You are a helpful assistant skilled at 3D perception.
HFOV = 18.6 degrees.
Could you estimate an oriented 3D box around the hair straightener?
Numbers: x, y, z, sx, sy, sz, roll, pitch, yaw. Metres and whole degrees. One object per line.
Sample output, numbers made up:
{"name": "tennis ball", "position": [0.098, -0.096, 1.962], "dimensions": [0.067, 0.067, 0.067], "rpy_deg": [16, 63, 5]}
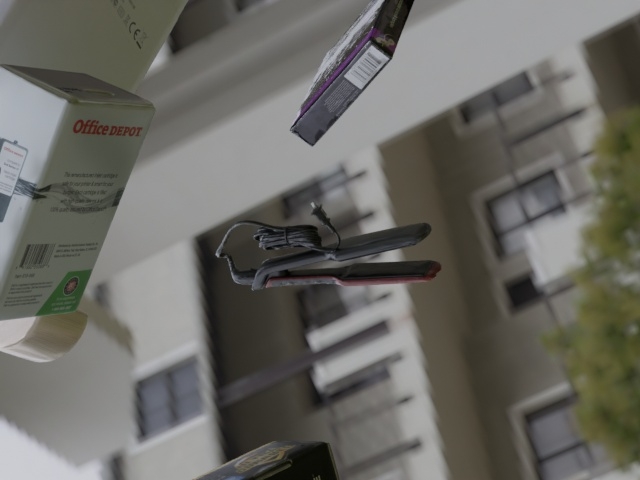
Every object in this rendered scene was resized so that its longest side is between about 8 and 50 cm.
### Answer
{"name": "hair straightener", "position": [0.000, 0.000, 1.877], "dimensions": [0.047, 0.230, 0.089], "rpy_deg": [-47, -51, -56]}

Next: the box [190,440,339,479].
{"name": "box", "position": [-0.062, 0.359, 1.648], "dimensions": [0.257, 0.079, 0.322], "rpy_deg": [-21, -81, -41]}

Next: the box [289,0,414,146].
{"name": "box", "position": [0.033, -0.161, 1.704], "dimensions": [0.029, 0.116, 0.162], "rpy_deg": [37, -148, -11]}

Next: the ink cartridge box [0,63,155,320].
{"name": "ink cartridge box", "position": [-0.246, -0.043, 1.708], "dimensions": [0.087, 0.208, 0.153], "rpy_deg": [27, -169, 21]}

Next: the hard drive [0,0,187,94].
{"name": "hard drive", "position": [-0.247, -0.194, 1.924], "dimensions": [0.319, 0.040, 0.210], "rpy_deg": [-63, -34, -27]}

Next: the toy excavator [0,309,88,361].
{"name": "toy excavator", "position": [-0.383, -0.122, 2.390], "dimensions": [0.445, 0.433, 0.222], "rpy_deg": [30, -177, 40]}
